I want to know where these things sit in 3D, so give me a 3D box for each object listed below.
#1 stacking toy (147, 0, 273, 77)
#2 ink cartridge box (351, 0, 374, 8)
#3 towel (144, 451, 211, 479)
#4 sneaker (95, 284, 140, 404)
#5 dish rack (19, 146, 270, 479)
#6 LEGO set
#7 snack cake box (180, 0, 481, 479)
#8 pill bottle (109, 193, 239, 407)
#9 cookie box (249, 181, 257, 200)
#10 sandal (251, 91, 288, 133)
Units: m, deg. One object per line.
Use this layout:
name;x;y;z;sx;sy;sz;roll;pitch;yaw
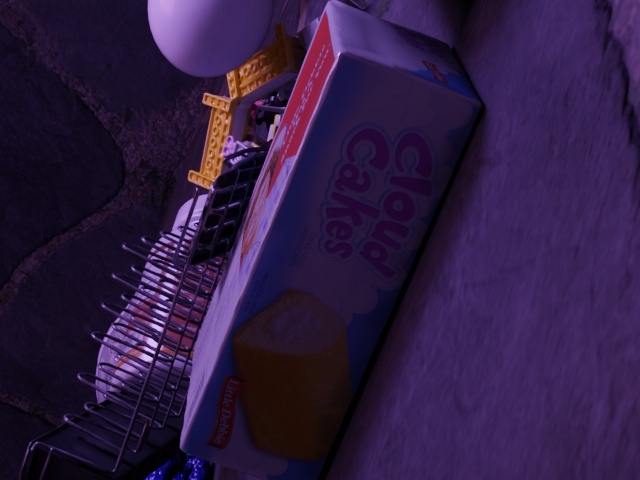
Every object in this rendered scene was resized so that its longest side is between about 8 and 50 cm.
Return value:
stacking toy;-0.085;-0.379;1.388;0.350;0.351;0.479;129;154;-65
ink cartridge box;0.045;-0.313;0.983;0.226;0.131;0.306;-51;13;16
towel;-0.190;0.346;1.335;0.227;0.076;0.308;-83;15;-49
sneaker;-0.240;0.128;1.979;0.115;0.105;0.281;-140;70;-80
dish rack;-0.108;0.054;1.041;0.208;0.074;0.271;-28;-39;-75
LEGO set;-0.035;-0.125;1.426;0.132;0.107;0.287;51;124;37
snack cake box;0.000;0.000;0.881;0.152;0.089;0.264;-91;22;-70
pill bottle;-0.106;0.066;1.271;0.121;0.121;0.216;119;167;-47
cookie box;-0.082;-0.029;1.571;0.092;0.040;0.107;-143;71;-80
sandal;-0.067;-0.169;1.761;0.179;0.040;0.067;-132;62;-80
